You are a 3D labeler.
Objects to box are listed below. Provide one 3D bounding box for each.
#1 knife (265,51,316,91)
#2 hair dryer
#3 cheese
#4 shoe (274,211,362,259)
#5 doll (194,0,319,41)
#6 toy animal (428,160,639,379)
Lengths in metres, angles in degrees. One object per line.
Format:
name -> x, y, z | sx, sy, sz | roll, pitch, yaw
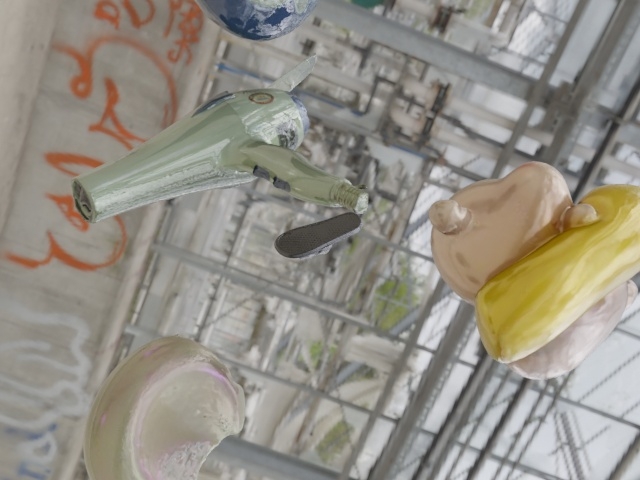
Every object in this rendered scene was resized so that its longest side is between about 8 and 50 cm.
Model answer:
knife -> -0.106, -0.215, 1.434 | 0.298, 0.047, 0.017 | -31, -125, 34
hair dryer -> -0.127, -0.072, 0.990 | 0.298, 0.296, 0.119 | -124, -159, -58
cheese -> -0.189, 0.233, 0.907 | 0.082, 0.163, 0.286 | -5, -137, 46
shoe -> 0.000, 0.000, 1.546 | 0.053, 0.159, 0.062 | 80, -15, -56
doll -> -0.102, -0.343, 0.986 | 0.154, 0.258, 0.228 | -18, -148, 56
toy animal -> 0.274, 0.008, 1.125 | 0.277, 0.247, 0.345 | -48, 150, 4
